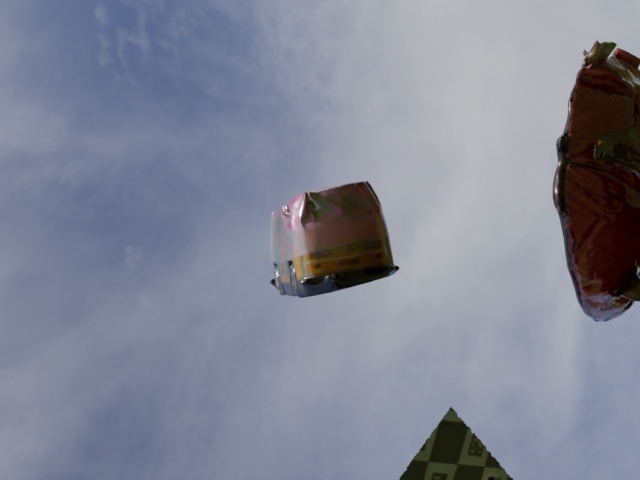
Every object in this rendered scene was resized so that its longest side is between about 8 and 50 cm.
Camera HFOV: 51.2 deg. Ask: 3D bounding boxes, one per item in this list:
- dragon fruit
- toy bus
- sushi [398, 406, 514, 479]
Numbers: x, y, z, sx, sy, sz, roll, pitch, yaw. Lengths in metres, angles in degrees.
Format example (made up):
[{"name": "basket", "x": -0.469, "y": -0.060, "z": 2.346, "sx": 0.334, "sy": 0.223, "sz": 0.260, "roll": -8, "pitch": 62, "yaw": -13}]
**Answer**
[{"name": "dragon fruit", "x": 0.344, "y": -0.053, "z": 0.767, "sx": 0.282, "sy": 0.100, "sz": 0.343, "roll": -18, "pitch": -73, "yaw": -50}, {"name": "toy bus", "x": 0.000, "y": 0.000, "z": 1.136, "sx": 0.171, "sy": 0.386, "sz": 0.162, "roll": -13, "pitch": -91, "yaw": -10}, {"name": "sushi", "x": 0.147, "y": 0.413, "z": 0.932, "sx": 0.292, "sy": 0.059, "sz": 0.294, "roll": -51, "pitch": -58, "yaw": -17}]
